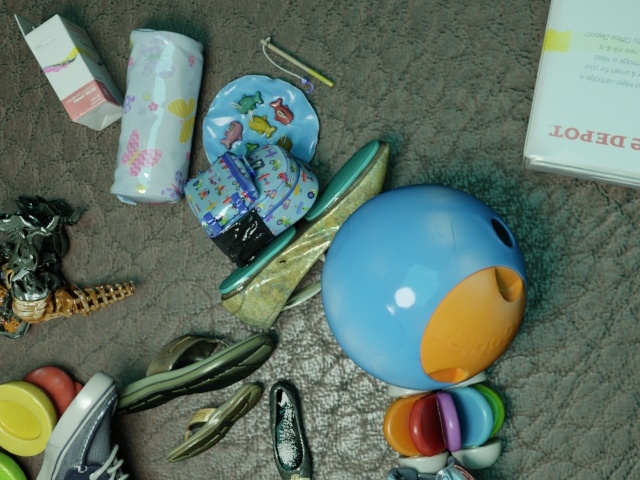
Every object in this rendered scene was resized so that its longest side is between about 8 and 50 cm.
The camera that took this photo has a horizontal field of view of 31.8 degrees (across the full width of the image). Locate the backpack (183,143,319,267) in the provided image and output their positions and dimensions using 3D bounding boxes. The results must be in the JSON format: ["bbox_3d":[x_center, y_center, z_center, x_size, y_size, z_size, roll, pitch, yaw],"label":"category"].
[{"bbox_3d":[-0.096,-0.071,1.658,0.173,0.117,0.158,-36,38,7],"label":"backpack"}]

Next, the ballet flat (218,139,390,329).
[{"bbox_3d":[0.000,0.000,1.694,0.348,0.123,0.123,-44,82,4],"label":"ballet flat"}]

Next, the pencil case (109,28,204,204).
[{"bbox_3d":[-0.256,-0.190,1.734,0.124,0.113,0.273,5,88,28],"label":"pencil case"}]

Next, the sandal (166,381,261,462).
[{"bbox_3d":[-0.167,0.274,1.724,0.180,0.072,0.049,-44,66,3],"label":"sandal"}]

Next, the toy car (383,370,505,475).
[{"bbox_3d":[0.177,0.262,1.631,0.181,0.136,0.159,-11,85,8],"label":"toy car"}]

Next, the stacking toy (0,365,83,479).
[{"bbox_3d":[-0.538,0.284,1.788,0.308,0.130,0.280,21,117,12],"label":"stacking toy"}]

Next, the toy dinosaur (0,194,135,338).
[{"bbox_3d":[-0.452,0.051,1.762,0.321,0.164,0.219,1,103,-9],"label":"toy dinosaur"}]

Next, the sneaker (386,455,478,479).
[{"bbox_3d":[0.123,0.385,1.624,0.261,0.104,0.125,-30,93,28],"label":"sneaker"}]

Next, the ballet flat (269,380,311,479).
[{"bbox_3d":[-0.052,0.301,1.710,0.057,0.049,0.173,-12,86,9],"label":"ballet flat"}]

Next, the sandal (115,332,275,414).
[{"bbox_3d":[-0.217,0.191,1.713,0.302,0.120,0.086,-19,71,8],"label":"sandal"}]

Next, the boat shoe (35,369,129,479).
[{"bbox_3d":[-0.324,0.341,1.667,0.158,0.127,0.341,33,131,4],"label":"boat shoe"}]

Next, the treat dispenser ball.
[{"bbox_3d":[0.144,0.064,1.569,0.288,0.288,0.288,0,87,9],"label":"treat dispenser ball"}]

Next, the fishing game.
[{"bbox_3d":[-0.096,-0.166,1.744,0.189,0.041,0.264,38,96,8],"label":"fishing game"}]

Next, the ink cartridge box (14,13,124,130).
[{"bbox_3d":[-0.387,-0.277,1.757,0.067,0.115,0.198,-32,84,7],"label":"ink cartridge box"}]

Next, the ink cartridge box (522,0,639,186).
[{"bbox_3d":[0.456,-0.268,1.599,0.279,0.160,0.385,11,89,10],"label":"ink cartridge box"}]
